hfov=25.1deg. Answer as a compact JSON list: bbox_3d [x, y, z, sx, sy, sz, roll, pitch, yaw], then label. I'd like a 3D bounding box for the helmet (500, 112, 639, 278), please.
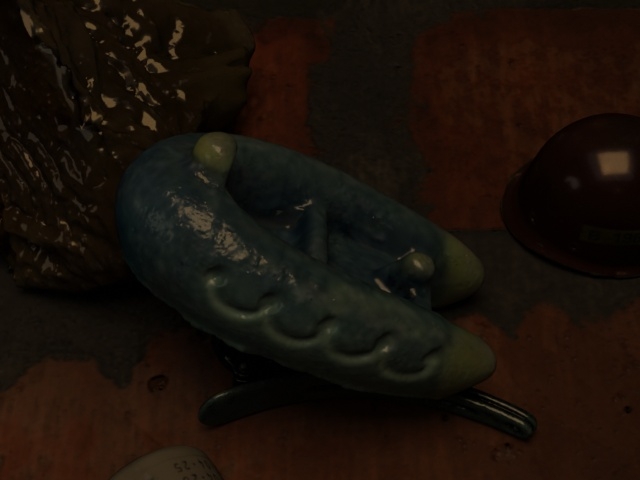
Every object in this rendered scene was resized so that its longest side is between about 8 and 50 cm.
[{"bbox_3d":[0.250,-0.058,1.283,0.175,0.106,0.155,7,52,11],"label":"helmet"}]

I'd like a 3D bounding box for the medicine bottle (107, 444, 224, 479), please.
[{"bbox_3d":[-0.091,0.242,1.050,0.105,0.105,0.168,-24,55,-17],"label":"medicine bottle"}]

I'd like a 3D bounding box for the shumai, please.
[{"bbox_3d":[-0.210,-0.123,1.333,0.346,0.217,0.283,48,33,15],"label":"shumai"}]

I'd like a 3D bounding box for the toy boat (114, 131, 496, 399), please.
[{"bbox_3d":[0.000,0.000,1.146,0.330,0.123,0.215,23,34,-11],"label":"toy boat"}]

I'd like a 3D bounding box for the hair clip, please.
[{"bbox_3d":[0.041,0.123,1.180,0.275,0.048,0.083,4,48,3],"label":"hair clip"}]
